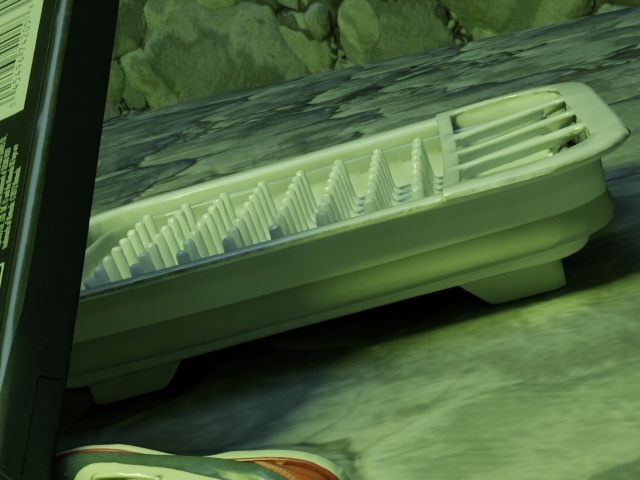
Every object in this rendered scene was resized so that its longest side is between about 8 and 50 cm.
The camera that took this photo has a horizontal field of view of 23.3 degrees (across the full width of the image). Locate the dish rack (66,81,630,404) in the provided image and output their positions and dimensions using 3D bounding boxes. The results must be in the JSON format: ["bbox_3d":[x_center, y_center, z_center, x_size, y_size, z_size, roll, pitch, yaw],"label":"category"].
[{"bbox_3d":[0.000,0.000,0.844,0.332,0.072,0.285,-15,11,6],"label":"dish rack"}]

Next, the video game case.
[{"bbox_3d":[-0.197,0.015,0.626,0.248,0.035,0.275,-21,46,24],"label":"video game case"}]

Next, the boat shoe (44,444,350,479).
[{"bbox_3d":[-0.057,0.094,0.502,0.137,0.049,0.043,-7,15,21],"label":"boat shoe"}]
